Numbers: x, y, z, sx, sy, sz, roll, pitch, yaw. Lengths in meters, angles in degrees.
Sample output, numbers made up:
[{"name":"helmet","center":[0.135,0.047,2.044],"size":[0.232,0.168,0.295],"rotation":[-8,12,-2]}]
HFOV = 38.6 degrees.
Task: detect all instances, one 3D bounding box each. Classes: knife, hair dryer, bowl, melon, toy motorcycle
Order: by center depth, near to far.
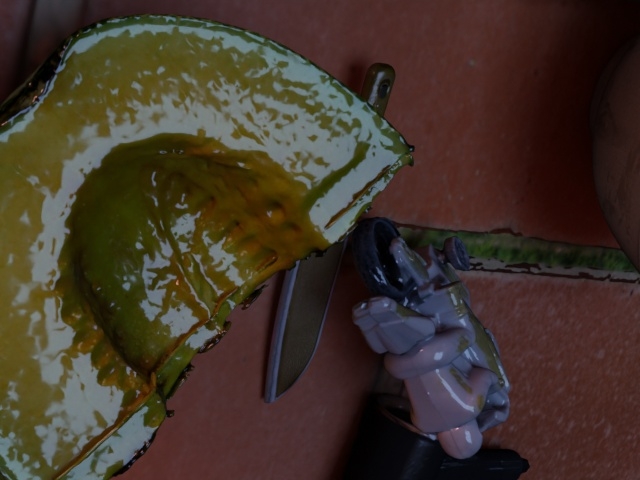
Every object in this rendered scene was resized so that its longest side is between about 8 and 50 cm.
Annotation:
[{"name":"melon","center":[-0.106,-0.014,0.489],"size":[0.265,0.129,0.169],"rotation":[-45,108,-10]},{"name":"knife","center":[-0.001,0.000,0.633],"size":[0.046,0.022,0.256],"rotation":[-1,114,-44]},{"name":"toy motorcycle","center":[0.087,0.082,0.672],"size":[0.074,0.151,0.228],"rotation":[-19,141,23]},{"name":"bowl","center":[0.314,-0.100,0.749],"size":[0.313,0.146,0.313],"rotation":[-21,128,-29]},{"name":"hair dryer","center":[0.113,0.214,0.798],"size":[0.255,0.070,0.128],"rotation":[17,99,-46]}]
